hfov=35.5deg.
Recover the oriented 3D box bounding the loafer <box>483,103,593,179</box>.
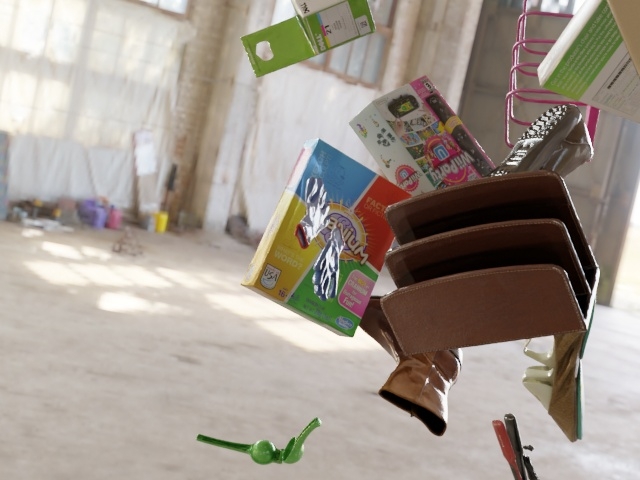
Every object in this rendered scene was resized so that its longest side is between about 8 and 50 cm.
[{"bbox_3d":[0.371,-0.081,1.819,0.130,0.366,0.134,44,-2,-16],"label":"loafer"}]

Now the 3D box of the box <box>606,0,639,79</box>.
[{"bbox_3d":[0.450,-0.235,1.239,0.121,0.311,0.148,-23,0,19],"label":"box"}]

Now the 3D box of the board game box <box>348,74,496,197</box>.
[{"bbox_3d":[0.232,-0.182,2.124,0.224,0.303,0.097,-32,-5,-45],"label":"board game box"}]

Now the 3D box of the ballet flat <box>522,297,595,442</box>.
[{"bbox_3d":[0.444,0.228,1.881,0.124,0.342,0.116,4,31,14],"label":"ballet flat"}]

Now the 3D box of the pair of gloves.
[{"bbox_3d":[0.000,0.000,1.646,0.023,0.198,0.159,-4,34,20],"label":"pair of gloves"}]

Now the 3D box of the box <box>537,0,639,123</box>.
[{"bbox_3d":[0.543,-0.293,1.587,0.322,0.232,0.058,17,43,-15],"label":"box"}]

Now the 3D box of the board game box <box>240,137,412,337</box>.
[{"bbox_3d":[0.016,-0.003,1.949,0.242,0.317,0.064,29,-14,-24],"label":"board game box"}]

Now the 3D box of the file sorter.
[{"bbox_3d":[0.481,-0.342,2.030,0.182,0.291,0.202,7,-32,13],"label":"file sorter"}]

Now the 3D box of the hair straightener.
[{"bbox_3d":[0.478,0.510,2.334,0.089,0.230,0.047,-22,-1,-31],"label":"hair straightener"}]

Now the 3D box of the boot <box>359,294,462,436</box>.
[{"bbox_3d":[0.146,0.240,1.948,0.264,0.096,0.280,39,27,-1],"label":"boot"}]

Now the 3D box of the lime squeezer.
[{"bbox_3d":[-0.106,0.414,2.006,0.310,0.059,0.110,-14,-35,33],"label":"lime squeezer"}]

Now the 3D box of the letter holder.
[{"bbox_3d":[0.242,0.033,1.536,0.301,0.214,0.152,-12,28,31],"label":"letter holder"}]

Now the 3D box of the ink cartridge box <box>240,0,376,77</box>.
[{"bbox_3d":[-0.041,-0.447,1.990,0.255,0.097,0.189,-22,41,0],"label":"ink cartridge box"}]
